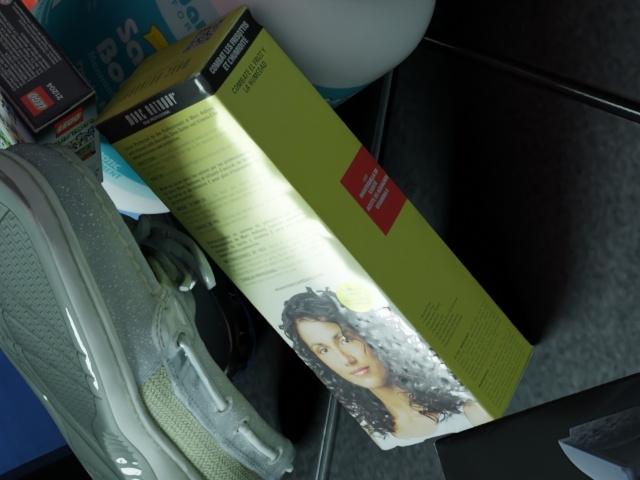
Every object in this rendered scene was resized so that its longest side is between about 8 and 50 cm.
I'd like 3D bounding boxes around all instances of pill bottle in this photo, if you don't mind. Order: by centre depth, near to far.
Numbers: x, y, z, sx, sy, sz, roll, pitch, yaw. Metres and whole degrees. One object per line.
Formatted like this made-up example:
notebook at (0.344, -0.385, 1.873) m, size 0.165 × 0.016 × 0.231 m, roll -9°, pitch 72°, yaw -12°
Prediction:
pill bottle at (-0.040, -0.124, 0.924) m, size 0.264 × 0.146 × 0.146 m, roll -32°, pitch 72°, yaw 46°

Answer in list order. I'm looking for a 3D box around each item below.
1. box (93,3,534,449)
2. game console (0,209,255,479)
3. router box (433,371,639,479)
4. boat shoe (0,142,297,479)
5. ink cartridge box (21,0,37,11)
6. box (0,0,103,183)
box at (0.000, 0.000, 0.864) m, size 0.087 × 0.058 × 0.232 m, roll -22°, pitch 116°, yaw 45°
game console at (-0.215, 0.030, 1.119) m, size 0.250 × 0.173 × 0.293 m, roll -51°, pitch 59°, yaw 39°
router box at (0.192, 0.134, 0.510) m, size 0.309 × 0.081 × 0.243 m, roll -25°, pitch 77°, yaw 47°
boat shoe at (-0.092, 0.055, 0.913) m, size 0.118 × 0.103 × 0.320 m, roll 30°, pitch 155°, yaw 38°
ink cartridge box at (-0.266, -0.297, 1.029) m, size 0.308 × 0.091 × 0.385 m, roll 60°, pitch 163°, yaw 5°
box at (-0.186, -0.116, 0.894) m, size 0.207 × 0.036 × 0.114 m, roll 50°, pitch 163°, yaw 12°
